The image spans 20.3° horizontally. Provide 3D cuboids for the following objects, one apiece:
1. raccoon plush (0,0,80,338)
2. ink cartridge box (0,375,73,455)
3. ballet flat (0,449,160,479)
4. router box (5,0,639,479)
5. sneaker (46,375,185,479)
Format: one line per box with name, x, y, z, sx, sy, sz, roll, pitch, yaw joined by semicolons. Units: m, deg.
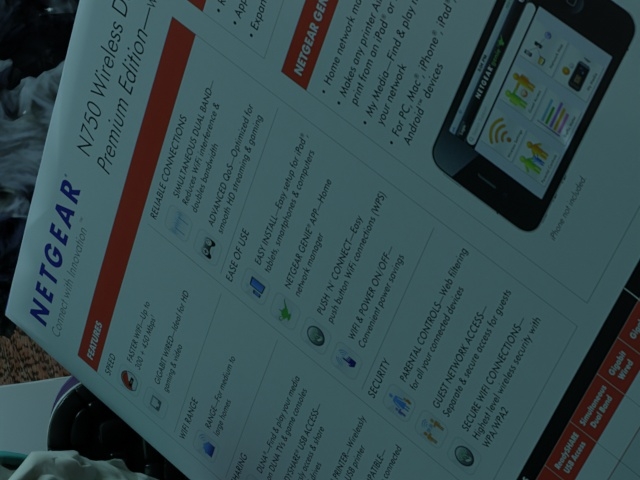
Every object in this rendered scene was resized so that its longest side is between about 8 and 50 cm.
raccoon plush;-0.232;0.005;0.966;0.216;0.446;0.299;51;151;13
ink cartridge box;-0.202;0.218;1.265;0.154;0.093;0.212;-41;58;57
ballet flat;-0.034;0.224;0.767;0.147;0.147;0.409;54;180;44
router box;0.039;-0.012;0.663;0.301;0.082;0.335;39;133;19
sneaker;-0.126;0.221;1.146;0.124;0.107;0.283;-174;84;-76
